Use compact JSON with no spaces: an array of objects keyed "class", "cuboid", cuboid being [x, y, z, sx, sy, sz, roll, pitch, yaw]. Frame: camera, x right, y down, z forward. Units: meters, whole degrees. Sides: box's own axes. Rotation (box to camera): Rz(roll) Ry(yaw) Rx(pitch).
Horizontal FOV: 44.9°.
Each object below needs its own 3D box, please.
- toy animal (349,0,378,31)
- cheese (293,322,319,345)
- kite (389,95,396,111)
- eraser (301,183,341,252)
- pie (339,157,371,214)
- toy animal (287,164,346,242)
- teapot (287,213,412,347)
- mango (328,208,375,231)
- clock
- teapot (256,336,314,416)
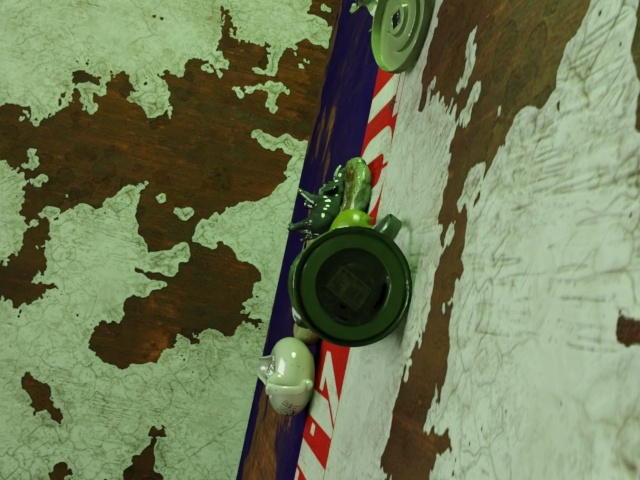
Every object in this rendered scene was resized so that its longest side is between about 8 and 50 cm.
[{"class":"toy animal","cuboid":[0.149,-0.753,2.388,0.155,0.095,0.219,105,173,-53]},{"class":"cheese","cuboid":[-0.020,0.219,2.118,0.249,0.070,0.164,-160,82,-82]},{"class":"kite","cuboid":[0.170,-0.320,1.839,0.078,0.002,0.044,-93,17,-66]},{"class":"eraser","cuboid":[0.000,0.000,2.261,0.171,0.087,0.291,-96,19,-52]},{"class":"pie","cuboid":[0.079,-0.092,1.950,0.240,0.054,0.241,-170,90,-82]},{"class":"toy animal","cuboid":[0.005,-0.106,2.089,0.082,0.137,0.270,56,-131,-48]},{"class":"teapot","cuboid":[0.053,0.061,1.441,0.270,0.200,0.337,-52,3,-6]},{"class":"mango","cuboid":[0.063,0.018,1.709,0.119,0.100,0.179,167,107,-79]},{"class":"clock","cuboid":[0.177,-0.489,1.718,0.235,0.029,0.235,-175,90,-68]},{"class":"teapot","cuboid":[-0.094,0.365,2.073,0.299,0.165,0.209,173,113,-88]}]
